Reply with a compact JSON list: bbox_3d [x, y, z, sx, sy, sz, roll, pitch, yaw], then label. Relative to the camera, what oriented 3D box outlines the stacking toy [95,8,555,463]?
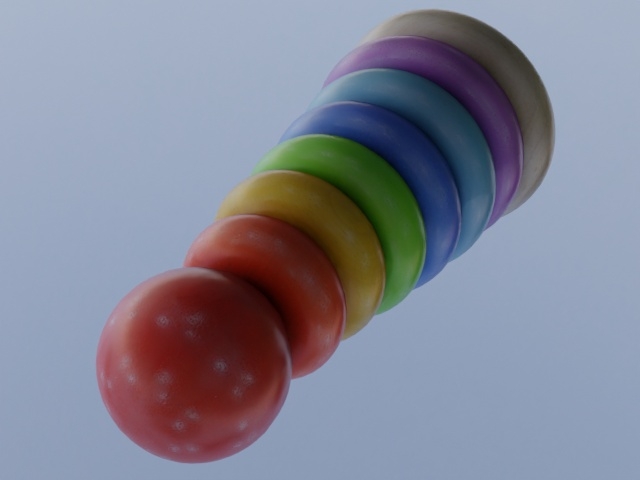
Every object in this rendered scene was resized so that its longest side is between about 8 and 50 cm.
[{"bbox_3d":[0.000,0.000,0.683,0.141,0.141,0.330,35,-136,11],"label":"stacking toy"}]
